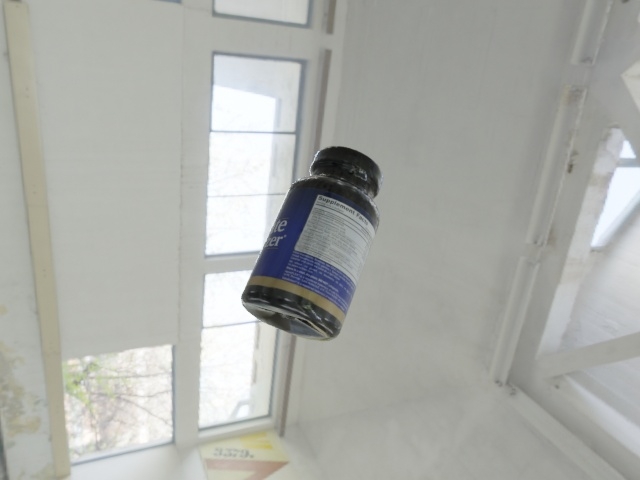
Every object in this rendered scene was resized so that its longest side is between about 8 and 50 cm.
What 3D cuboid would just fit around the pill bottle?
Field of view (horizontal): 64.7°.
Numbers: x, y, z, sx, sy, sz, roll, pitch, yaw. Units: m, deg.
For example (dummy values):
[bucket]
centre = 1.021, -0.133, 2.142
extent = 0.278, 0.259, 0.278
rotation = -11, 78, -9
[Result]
[pill bottle]
centre = 0.000, 0.000, 0.612
extent = 0.123, 0.123, 0.219
rotation = -29, -145, 62
